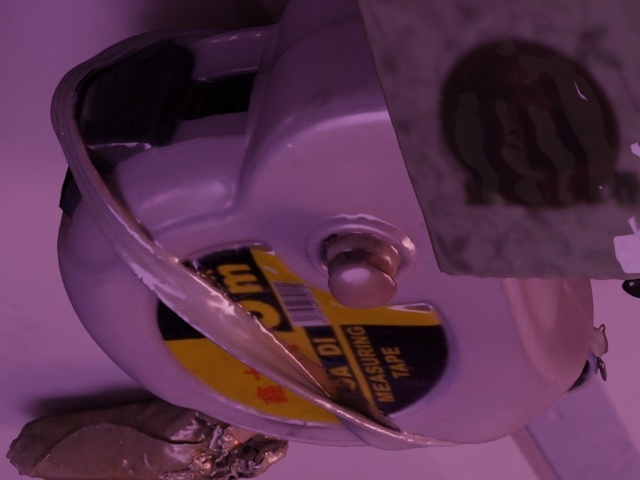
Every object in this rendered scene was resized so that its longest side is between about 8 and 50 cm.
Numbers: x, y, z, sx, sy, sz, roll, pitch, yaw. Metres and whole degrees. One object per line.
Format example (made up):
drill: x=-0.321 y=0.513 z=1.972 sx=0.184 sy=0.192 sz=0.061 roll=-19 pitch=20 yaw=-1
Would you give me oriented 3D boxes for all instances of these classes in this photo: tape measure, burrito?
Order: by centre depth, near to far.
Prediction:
tape measure: x=0.000 y=0.000 z=0.680 sx=0.197 sy=0.120 sz=0.236 roll=-3 pitch=141 yaw=18
burrito: x=-0.101 y=0.111 z=0.991 sx=0.188 sy=0.045 sz=0.058 roll=-9 pitch=136 yaw=38

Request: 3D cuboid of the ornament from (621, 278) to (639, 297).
ornament: x=0.115 y=-0.109 z=0.442 sx=0.166 sy=0.153 sz=0.196 roll=-9 pitch=134 yaw=34

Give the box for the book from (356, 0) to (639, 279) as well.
book: x=0.089 y=-0.140 z=0.348 sx=0.239 sy=0.035 sz=0.352 roll=-2 pitch=121 yaw=29
